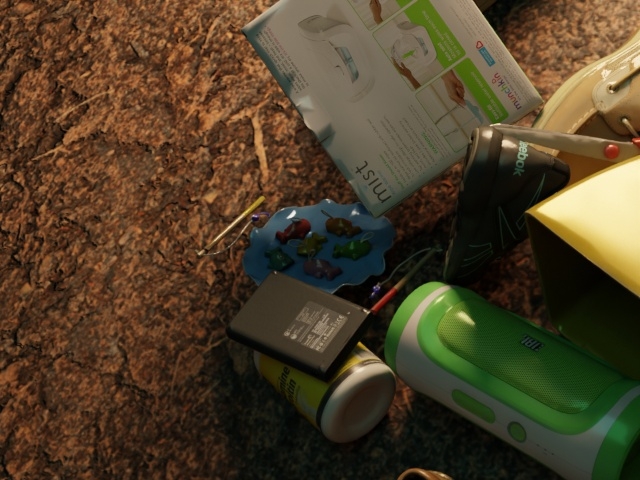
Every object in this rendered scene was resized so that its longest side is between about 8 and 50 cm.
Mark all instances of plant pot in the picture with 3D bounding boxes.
[{"bbox_3d":[0.355,0.031,1.459,0.187,0.212,0.212,-38,52,-13],"label":"plant pot"}]

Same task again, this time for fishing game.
[{"bbox_3d":[0.000,0.000,1.698,0.264,0.041,0.189,19,44,34],"label":"fishing game"}]

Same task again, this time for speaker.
[{"bbox_3d":[0.210,0.150,1.498,0.296,0.131,0.131,28,78,35],"label":"speaker"}]

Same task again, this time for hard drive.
[{"bbox_3d":[-0.023,0.090,1.584,0.135,0.022,0.094,22,59,29],"label":"hard drive"}]

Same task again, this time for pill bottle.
[{"bbox_3d":[-0.009,0.134,1.629,0.103,0.103,0.184,-47,53,-5],"label":"pill bottle"}]

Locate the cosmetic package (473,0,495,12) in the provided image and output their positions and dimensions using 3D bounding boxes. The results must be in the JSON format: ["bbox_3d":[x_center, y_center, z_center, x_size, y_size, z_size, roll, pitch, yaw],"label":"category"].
[{"bbox_3d":[0.173,-0.374,1.793,0.309,0.160,0.113,-41,53,-1],"label":"cosmetic package"}]

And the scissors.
[{"bbox_3d":[0.322,-0.082,1.540,0.297,0.109,0.021,-4,20,-4],"label":"scissors"}]

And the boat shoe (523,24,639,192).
[{"bbox_3d":[0.348,-0.145,1.586,0.341,0.121,0.110,-47,35,-6],"label":"boat shoe"}]

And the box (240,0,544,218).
[{"bbox_3d":[0.081,-0.194,1.644,0.231,0.127,0.262,-36,91,8],"label":"box"}]

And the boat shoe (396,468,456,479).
[{"bbox_3d":[0.110,0.374,1.424,0.123,0.120,0.324,-18,56,16],"label":"boat shoe"}]

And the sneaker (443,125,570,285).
[{"bbox_3d":[0.189,-0.019,1.538,0.106,0.267,0.101,10,64,2],"label":"sneaker"}]
